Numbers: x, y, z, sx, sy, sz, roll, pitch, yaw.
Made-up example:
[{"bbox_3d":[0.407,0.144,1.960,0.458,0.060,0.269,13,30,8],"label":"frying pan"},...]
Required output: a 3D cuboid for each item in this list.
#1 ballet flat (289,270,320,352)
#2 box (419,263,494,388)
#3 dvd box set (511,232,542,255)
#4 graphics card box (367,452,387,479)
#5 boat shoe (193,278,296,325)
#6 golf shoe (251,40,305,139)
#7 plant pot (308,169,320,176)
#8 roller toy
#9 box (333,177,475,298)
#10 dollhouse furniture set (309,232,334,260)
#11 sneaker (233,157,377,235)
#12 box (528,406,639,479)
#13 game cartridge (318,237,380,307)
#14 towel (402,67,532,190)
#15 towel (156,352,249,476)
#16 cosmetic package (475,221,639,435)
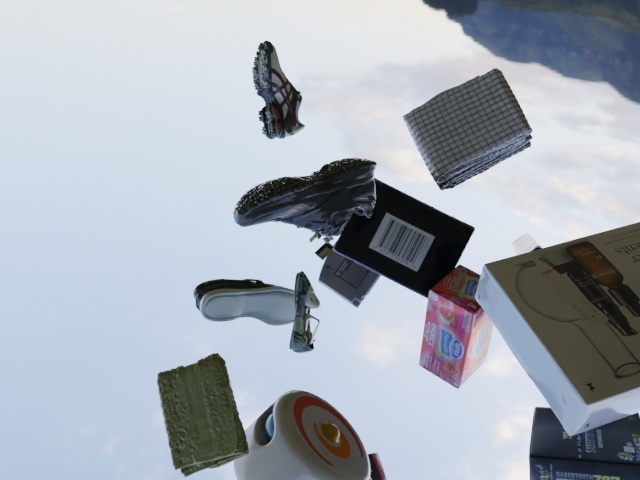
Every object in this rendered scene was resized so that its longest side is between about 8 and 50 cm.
[{"bbox_3d":[-0.029,0.165,1.534,0.070,0.189,0.070,4,-174,0],"label":"ballet flat"},{"bbox_3d":[0.326,0.204,1.575,0.122,0.257,0.128,30,-134,32],"label":"box"},{"bbox_3d":[0.579,0.128,1.605,0.308,0.062,0.420,53,-166,6],"label":"dvd box set"},{"bbox_3d":[-0.012,0.629,1.684,0.371,0.232,0.094,23,-139,-58],"label":"graphics card box"},{"bbox_3d":[-0.168,0.144,1.678,0.302,0.114,0.091,10,-160,-33],"label":"boat shoe"},{"bbox_3d":[-0.120,-0.426,1.895,0.120,0.273,0.105,-14,-164,-27],"label":"golf shoe"},{"bbox_3d":[0.030,-0.114,1.405,0.083,0.081,0.081,-21,-179,-8],"label":"plant pot"},{"bbox_3d":[-0.023,0.340,1.044,0.209,0.146,0.191,52,-161,27],"label":"roller toy"},{"bbox_3d":[0.219,-0.006,1.816,0.293,0.212,0.395,27,-177,4],"label":"box"},{"bbox_3d":[0.000,0.000,2.141,0.076,0.152,0.058,39,-105,24],"label":"dollhouse furniture set"},{"bbox_3d":[-0.015,-0.059,1.201,0.286,0.130,0.109,-17,-160,-21],"label":"sneaker"},{"bbox_3d":[0.454,0.352,1.138,0.183,0.059,0.232,-2,-174,21],"label":"box"},{"bbox_3d":[0.131,0.065,2.328,0.196,0.060,0.294,35,-104,9],"label":"game cartridge"},{"bbox_3d":[0.390,-0.291,1.762,0.283,0.121,0.235,-27,-119,13],"label":"towel"},{"bbox_3d":[-0.164,0.239,0.919,0.110,0.148,0.027,-19,167,7],"label":"towel"},{"bbox_3d":[0.486,0.118,1.073,0.377,0.097,0.284,-14,-131,-15],"label":"cosmetic package"}]
